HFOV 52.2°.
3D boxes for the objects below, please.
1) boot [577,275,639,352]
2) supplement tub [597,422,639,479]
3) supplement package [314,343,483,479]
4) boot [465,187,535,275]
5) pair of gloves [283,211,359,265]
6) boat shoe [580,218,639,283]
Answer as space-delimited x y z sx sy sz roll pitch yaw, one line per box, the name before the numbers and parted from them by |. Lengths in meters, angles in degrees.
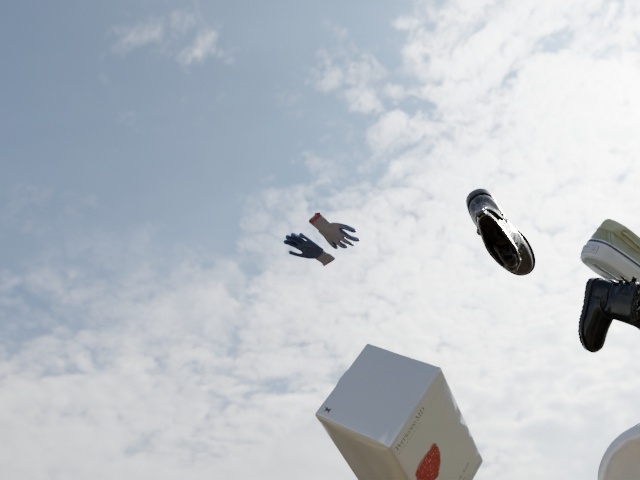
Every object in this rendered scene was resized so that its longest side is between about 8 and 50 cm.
boot | 0.422 0.108 0.933 0.045 0.121 0.099 5 1 -22
supplement tub | 0.396 0.252 0.676 0.199 0.144 0.144 6 -33 -41
supplement package | 0.153 0.366 1.207 0.175 0.177 0.293 11 -40 44
boot | 0.396 0.013 1.417 0.091 0.229 0.263 -35 -76 17
pair of gloves | 0.000 0.000 1.766 0.159 0.023 0.198 33 -48 -27
boat shoe | 0.621 0.072 1.200 0.302 0.094 0.109 34 -7 -9
